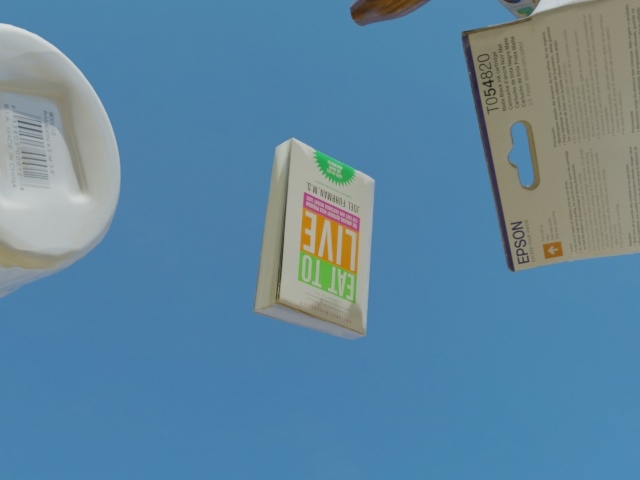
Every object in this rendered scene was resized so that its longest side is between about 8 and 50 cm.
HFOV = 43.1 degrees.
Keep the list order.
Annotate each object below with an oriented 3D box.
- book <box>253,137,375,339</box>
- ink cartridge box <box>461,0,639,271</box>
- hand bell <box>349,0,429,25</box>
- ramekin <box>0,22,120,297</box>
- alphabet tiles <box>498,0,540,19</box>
[{"bbox_3d":[0.000,0.000,0.662,0.096,0.144,0.035,22,-30,-34],"label":"book"},{"bbox_3d":[0.238,-0.089,0.624,0.223,0.045,0.223,-8,-59,16],"label":"ink cartridge box"},{"bbox_3d":[0.113,-0.213,0.563,0.242,0.126,0.126,-21,-64,39],"label":"hand bell"},{"bbox_3d":[-0.330,-0.080,0.810,0.135,0.277,0.277,-14,-67,28],"label":"ramekin"},{"bbox_3d":[0.283,-0.243,0.806,0.198,0.237,0.009,33,-104,-28],"label":"alphabet tiles"}]
